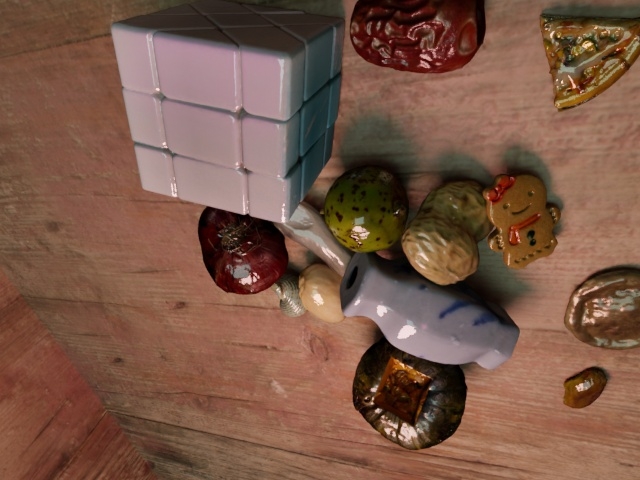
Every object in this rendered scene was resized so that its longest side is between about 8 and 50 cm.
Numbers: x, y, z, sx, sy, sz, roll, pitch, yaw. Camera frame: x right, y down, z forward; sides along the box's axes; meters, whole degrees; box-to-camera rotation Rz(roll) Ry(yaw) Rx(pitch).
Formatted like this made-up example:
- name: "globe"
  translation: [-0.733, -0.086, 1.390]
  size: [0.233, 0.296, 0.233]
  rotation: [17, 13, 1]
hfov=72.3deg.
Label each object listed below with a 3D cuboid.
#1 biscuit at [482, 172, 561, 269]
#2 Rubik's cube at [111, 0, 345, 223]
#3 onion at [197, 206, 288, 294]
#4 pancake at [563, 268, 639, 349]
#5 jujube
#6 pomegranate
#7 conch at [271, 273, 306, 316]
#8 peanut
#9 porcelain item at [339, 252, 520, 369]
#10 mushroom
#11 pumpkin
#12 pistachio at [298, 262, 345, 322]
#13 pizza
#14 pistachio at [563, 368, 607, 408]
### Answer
- name: "biscuit"
  translation: [0.422, -0.045, 0.916]
  size: [0.166, 0.036, 0.225]
  rotation: [-24, 113, 0]
- name: "Rubik's cube"
  translation: [-0.153, -0.268, 0.864]
  size: [0.319, 0.321, 0.315]
  rotation: [14, 127, 12]
- name: "onion"
  translation: [-0.216, 0.013, 1.172]
  size: [0.221, 0.281, 0.280]
  rotation: [-37, 110, -7]
- name: "pancake"
  translation: [0.684, 0.167, 1.005]
  size: [0.223, 0.042, 0.236]
  rotation: [34, 131, -6]
- name: "jujube"
  translation: [0.167, -0.376, 0.765]
  size: [0.230, 0.155, 0.155]
  rotation: [15, 129, 25]
- name: "pomegranate"
  translation: [0.100, -0.066, 1.008]
  size: [0.198, 0.198, 0.246]
  rotation: [30, 166, 0]
- name: "conch"
  translation: [-0.091, 0.151, 1.286]
  size: [0.135, 0.102, 0.153]
  rotation: [28, 145, 42]
- name: "peanut"
  translation: [0.283, -0.021, 0.948]
  size: [0.197, 0.232, 0.110]
  rotation: [37, 165, -23]
- name: "porcelain item"
  translation: [0.254, 0.164, 1.054]
  size: [0.406, 0.242, 0.178]
  rotation: [24, 109, -10]
- name: "mushroom"
  translation: [0.002, 0.000, 1.132]
  size: [0.351, 0.097, 0.109]
  rotation: [42, 159, -14]
- name: "pumpkin"
  translation: [0.245, 0.403, 1.206]
  size: [0.321, 0.319, 0.192]
  rotation: [2, 168, 22]
- name: "pistachio"
  translation: [0.022, 0.148, 1.220]
  size: [0.145, 0.117, 0.200]
  rotation: [-39, 117, 3]
- name: "pizza"
  translation: [0.451, -0.332, 0.743]
  size: [0.176, 0.036, 0.185]
  rotation: [44, 128, -12]
- name: "pistachio"
  translation: [0.697, 0.407, 1.171]
  size: [0.090, 0.049, 0.172]
  rotation: [16, 128, 13]
